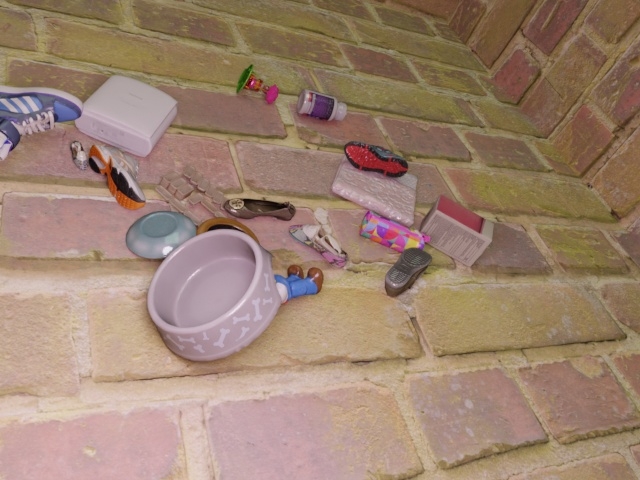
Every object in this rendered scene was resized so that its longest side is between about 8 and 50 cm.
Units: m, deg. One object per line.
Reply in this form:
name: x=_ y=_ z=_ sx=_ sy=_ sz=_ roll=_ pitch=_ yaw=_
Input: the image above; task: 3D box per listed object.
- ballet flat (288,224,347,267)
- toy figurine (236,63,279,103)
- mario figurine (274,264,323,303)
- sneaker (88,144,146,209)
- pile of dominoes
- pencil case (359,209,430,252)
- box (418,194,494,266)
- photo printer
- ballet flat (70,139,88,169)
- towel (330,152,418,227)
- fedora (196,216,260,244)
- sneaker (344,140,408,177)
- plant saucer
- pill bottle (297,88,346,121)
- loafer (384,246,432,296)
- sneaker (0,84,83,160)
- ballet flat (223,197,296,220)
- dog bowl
ballet flat: x=0.000 y=0.000 z=1.894 sx=0.222 sy=0.079 sz=0.077 roll=37 pitch=41 yaw=11
toy figurine: x=-0.250 y=-0.631 z=2.431 sx=0.159 sy=0.130 sz=0.173 roll=27 pitch=12 yaw=-23
mario figurine: x=-0.139 y=0.116 z=1.605 sx=0.321 sy=0.198 sz=0.170 roll=-18 pitch=70 yaw=-47
sneaker: x=-0.577 y=-0.200 z=1.759 sx=0.121 sy=0.099 sz=0.262 roll=-17 pitch=58 yaw=-47
pile of dominoes: x=-0.385 y=-0.118 z=1.845 sx=0.251 sy=0.040 sz=0.196 roll=42 pitch=37 yaw=3
pencil case: x=0.254 y=-0.023 z=2.051 sx=0.237 sy=0.104 sz=0.104 roll=20 pitch=40 yaw=-8
box: x=0.498 y=-0.037 z=2.173 sx=0.233 sy=0.148 sz=0.126 roll=29 pitch=38 yaw=-1
photo printer: x=-0.628 y=-0.429 z=1.962 sx=0.256 sy=0.107 sz=0.307 roll=23 pitch=40 yaw=-7
ballet flat: x=-0.728 y=-0.262 z=1.777 sx=0.041 sy=0.041 sz=0.114 roll=-8 pitch=52 yaw=-36
towel: x=0.220 y=-0.214 z=2.278 sx=0.332 sy=0.053 sz=0.316 roll=24 pitch=39 yaw=-4
fedora: x=-0.274 y=0.018 z=1.712 sx=0.195 sy=0.079 sz=0.194 roll=19 pitch=40 yaw=-16
sneaker: x=0.206 y=-0.319 z=2.293 sx=0.262 sy=0.104 sz=0.125 roll=20 pitch=21 yaw=-15
plant saucer: x=-0.447 y=-0.031 z=1.643 sx=0.195 sy=0.037 sz=0.194 roll=1 pitch=43 yaw=-1
pill bottle: x=0.007 y=-0.565 z=2.485 sx=0.194 sy=0.108 sz=0.108 roll=11 pitch=42 yaw=-20
loafer: x=0.281 y=0.104 z=1.943 sx=0.094 sy=0.087 sz=0.251 roll=35 pitch=43 yaw=23
sneaker: x=-0.857 y=-0.318 z=1.690 sx=0.323 sy=0.130 sz=0.236 roll=3 pitch=64 yaw=-25
ballet flat: x=-0.190 y=-0.108 z=1.906 sx=0.250 sy=0.058 sz=0.084 roll=6 pitch=49 yaw=-30
dog bowl: x=-0.267 y=0.118 z=1.448 sx=0.349 sy=0.102 sz=0.348 roll=-12 pitch=48 yaw=14
